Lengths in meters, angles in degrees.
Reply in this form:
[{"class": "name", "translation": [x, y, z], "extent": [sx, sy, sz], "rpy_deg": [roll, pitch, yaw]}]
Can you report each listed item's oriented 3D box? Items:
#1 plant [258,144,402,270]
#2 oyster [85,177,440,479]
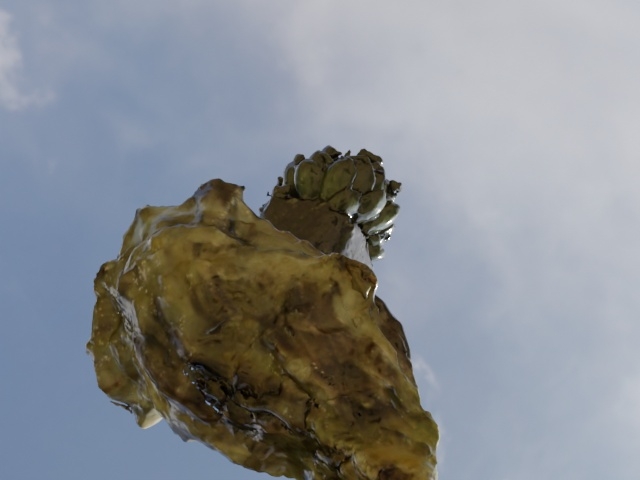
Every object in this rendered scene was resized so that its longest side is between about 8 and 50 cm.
[{"class": "plant", "translation": [0.000, 0.000, 0.805], "extent": [0.092, 0.094, 0.143], "rpy_deg": [4, -126, 36]}, {"class": "oyster", "translation": [-0.020, 0.040, 0.432], "extent": [0.165, 0.053, 0.108], "rpy_deg": [21, -88, 21]}]
